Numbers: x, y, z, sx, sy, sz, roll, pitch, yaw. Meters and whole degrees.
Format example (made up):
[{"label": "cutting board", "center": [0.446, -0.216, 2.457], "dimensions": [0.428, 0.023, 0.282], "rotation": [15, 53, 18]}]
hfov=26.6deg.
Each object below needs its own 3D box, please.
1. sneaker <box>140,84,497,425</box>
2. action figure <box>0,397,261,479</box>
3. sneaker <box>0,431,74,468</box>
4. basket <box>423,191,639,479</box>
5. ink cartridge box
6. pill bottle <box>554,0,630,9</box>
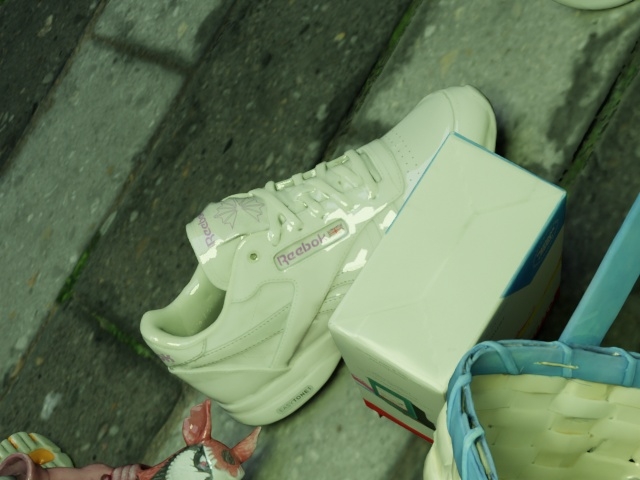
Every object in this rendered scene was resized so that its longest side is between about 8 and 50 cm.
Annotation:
[{"label": "sneaker", "center": [0.000, 0.000, 0.959], "dimensions": [0.305, 0.152, 0.114], "rotation": [-48, 33, 10]}, {"label": "action figure", "center": [-0.163, 0.277, 0.974], "dimensions": [0.370, 0.248, 0.276], "rotation": [-49, -5, -9]}, {"label": "sneaker", "center": [-0.286, 0.227, 1.098], "dimensions": [0.084, 0.215, 0.083], "rotation": [42, 113, 17]}, {"label": "basket", "center": [0.165, 0.126, 0.636], "dimensions": [0.254, 0.201, 0.289], "rotation": [-106, 28, -43]}, {"label": "ink cartridge box", "center": [0.084, 0.047, 0.826], "dimensions": [0.078, 0.231, 0.134], "rotation": [29, 78, 18]}, {"label": "pill bottle", "center": [0.198, -0.253, 0.974], "dimensions": [0.087, 0.087, 0.160], "rotation": [-17, 53, 39]}]
